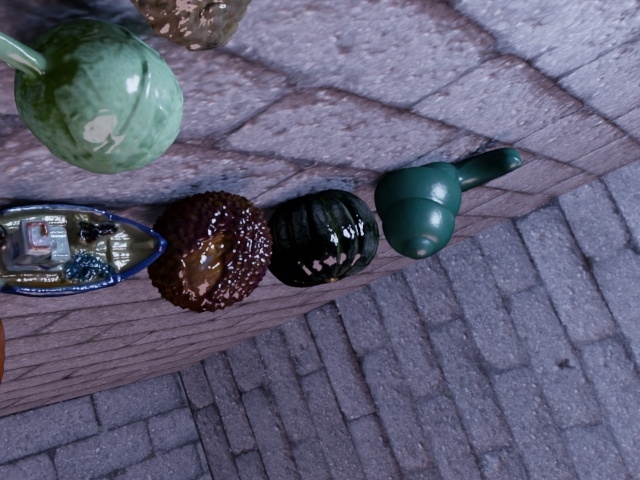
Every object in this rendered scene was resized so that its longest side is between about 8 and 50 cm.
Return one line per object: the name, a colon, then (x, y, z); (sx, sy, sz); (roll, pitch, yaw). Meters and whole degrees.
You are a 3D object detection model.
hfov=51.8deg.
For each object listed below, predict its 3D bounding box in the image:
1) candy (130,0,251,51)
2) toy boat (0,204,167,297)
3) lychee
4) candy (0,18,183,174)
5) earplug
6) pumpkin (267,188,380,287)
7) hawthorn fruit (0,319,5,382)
candy: (-0.084, -0.186, 0.448); (0.110, 0.085, 0.095); (-40, 169, 27)
toy boat: (-0.310, 0.009, 0.803); (0.115, 0.114, 0.262); (-16, 170, 39)
lychee: (-0.169, 0.019, 0.979); (0.188, 0.188, 0.188); (-20, 168, -4)
candy: (-0.238, -0.140, 0.381); (0.119, 0.119, 0.440); (-25, 160, 19)
earplug: (0.231, -0.072, 1.258); (0.258, 0.280, 0.163); (14, 145, 4)
pumpkin: (0.000, 0.000, 1.199); (0.221, 0.161, 0.220); (-15, 165, -4)
hawthorn fruit: (-0.511, 0.147, 0.762); (0.287, 0.286, 0.330); (-20, 173, -4)
